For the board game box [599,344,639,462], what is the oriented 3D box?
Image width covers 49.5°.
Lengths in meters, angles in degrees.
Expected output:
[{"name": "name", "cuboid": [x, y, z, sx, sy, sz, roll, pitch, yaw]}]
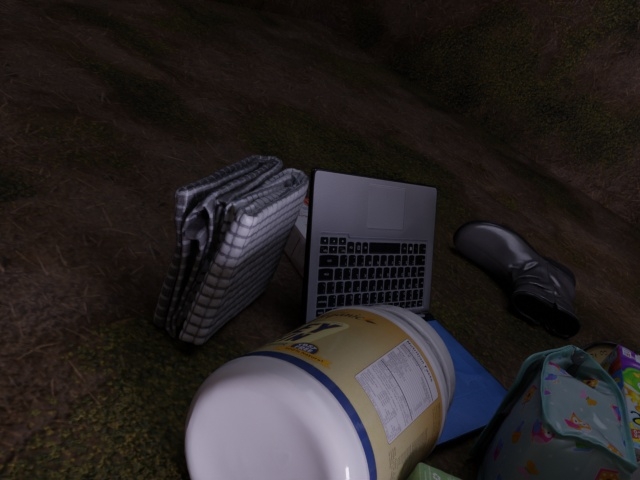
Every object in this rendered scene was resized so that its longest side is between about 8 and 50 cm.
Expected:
[{"name": "board game box", "cuboid": [0.541, 0.334, 1.189, 0.144, 0.142, 0.275, 29, 31, 2]}]

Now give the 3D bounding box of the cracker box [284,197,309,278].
[{"name": "cracker box", "cuboid": [0.000, 0.000, 1.400, 0.155, 0.067, 0.232, 6, 33, -37]}]

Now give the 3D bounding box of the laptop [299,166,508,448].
[{"name": "laptop", "cuboid": [0.177, 0.097, 1.185, 0.236, 0.408, 0.382, 5, 2, 39]}]

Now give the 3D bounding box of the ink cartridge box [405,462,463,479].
[{"name": "ink cartridge box", "cuboid": [0.173, 0.363, 0.771, 0.235, 0.171, 0.056, 25, 25, -7]}]

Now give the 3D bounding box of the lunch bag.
[{"name": "lunch bag", "cuboid": [0.321, 0.289, 0.991, 0.160, 0.223, 0.262, 24, 25, 4]}]

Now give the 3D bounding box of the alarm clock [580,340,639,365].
[{"name": "alarm clock", "cuboid": [0.544, 0.266, 1.383, 0.192, 0.129, 0.064, -1, -11, 8]}]

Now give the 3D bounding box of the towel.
[{"name": "towel", "cuboid": [-0.140, 0.005, 1.064, 0.121, 0.235, 0.283, 28, 24, 9]}]

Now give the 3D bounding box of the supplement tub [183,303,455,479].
[{"name": "supplement tub", "cuboid": [0.017, 0.209, 0.840, 0.228, 0.228, 0.316, 38, 27, 20]}]

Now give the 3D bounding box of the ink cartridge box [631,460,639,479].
[{"name": "ink cartridge box", "cuboid": [0.444, 0.463, 0.808, 0.119, 0.207, 0.353, 0, 36, -47]}]

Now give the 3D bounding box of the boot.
[{"name": "boot", "cuboid": [0.469, 0.083, 1.660, 0.338, 0.118, 0.223, 25, 30, 5]}]
